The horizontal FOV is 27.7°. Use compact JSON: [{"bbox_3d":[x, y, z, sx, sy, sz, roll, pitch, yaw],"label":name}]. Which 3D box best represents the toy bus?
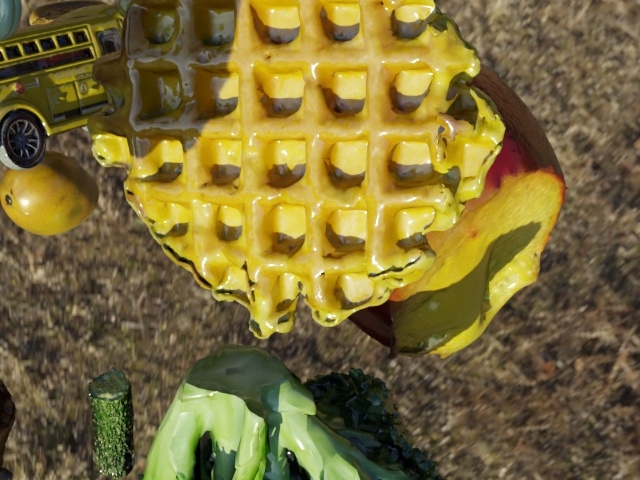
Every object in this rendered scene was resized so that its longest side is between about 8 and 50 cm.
[{"bbox_3d":[-0.302,-0.175,1.452,0.331,0.145,0.151,-26,108,-49],"label":"toy bus"}]

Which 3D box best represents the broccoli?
[{"bbox_3d":[-0.037,0.212,1.085,0.307,0.275,0.308,-2,37,1],"label":"broccoli"}]

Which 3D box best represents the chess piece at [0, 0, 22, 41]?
[{"bbox_3d":[-0.277,-0.169,0.952,0.067,0.067,0.103,49,39,10],"label":"chess piece"}]

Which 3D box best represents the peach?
[{"bbox_3d":[0.108,-0.017,1.242,0.281,0.281,0.338,-49,122,-24],"label":"peach"}]

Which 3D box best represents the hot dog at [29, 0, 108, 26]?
[{"bbox_3d":[-0.329,-0.291,1.766,0.140,0.060,0.090,-10,36,7],"label":"hot dog"}]

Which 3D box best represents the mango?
[{"bbox_3d":[-0.351,-0.057,1.693,0.111,0.163,0.089,-46,64,-4],"label":"mango"}]

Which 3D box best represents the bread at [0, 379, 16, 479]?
[{"bbox_3d":[-0.281,0.123,0.696,0.232,0.247,0.135,-3,110,-14],"label":"bread"}]

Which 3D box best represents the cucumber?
[{"bbox_3d":[-0.258,0.229,1.613,0.058,0.187,0.058,3,49,-4],"label":"cucumber"}]

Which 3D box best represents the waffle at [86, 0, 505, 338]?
[{"bbox_3d":[-0.031,-0.096,0.947,0.325,0.302,0.068,48,25,11],"label":"waffle"}]
